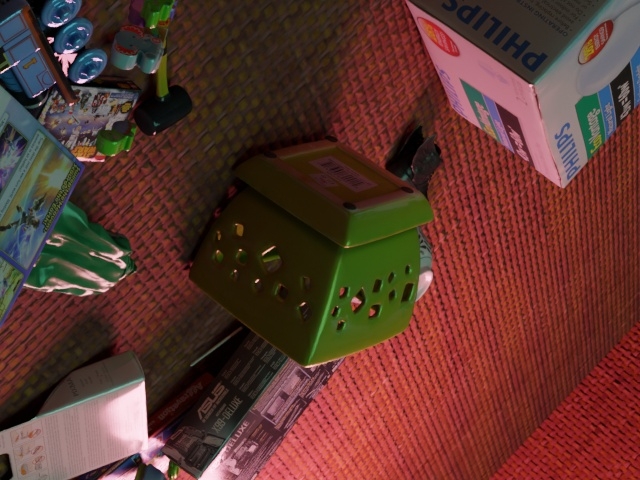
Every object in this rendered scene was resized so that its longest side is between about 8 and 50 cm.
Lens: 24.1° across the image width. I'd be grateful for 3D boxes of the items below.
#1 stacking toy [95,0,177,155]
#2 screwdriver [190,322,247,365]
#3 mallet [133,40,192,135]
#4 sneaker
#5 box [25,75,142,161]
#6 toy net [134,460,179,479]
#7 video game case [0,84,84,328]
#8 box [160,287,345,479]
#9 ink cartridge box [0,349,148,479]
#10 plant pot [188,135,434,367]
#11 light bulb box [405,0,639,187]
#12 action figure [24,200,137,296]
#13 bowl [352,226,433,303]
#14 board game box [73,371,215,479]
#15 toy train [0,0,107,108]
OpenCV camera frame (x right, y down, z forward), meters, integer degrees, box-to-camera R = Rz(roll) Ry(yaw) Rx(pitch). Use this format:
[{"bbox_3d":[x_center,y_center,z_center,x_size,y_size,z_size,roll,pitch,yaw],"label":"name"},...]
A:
[{"bbox_3d":[-0.170,-0.202,1.418,0.221,0.052,0.167,-83,-168,-54],"label":"stacking toy"},{"bbox_3d":[-0.121,0.131,2.134,0.170,0.024,0.025,-36,-179,-34],"label":"screwdriver"},{"bbox_3d":[-0.176,-0.188,1.584,0.062,0.039,0.190,-41,150,-25],"label":"mallet"},{"bbox_3d":[0.150,-0.106,2.216,0.089,0.051,0.170,-45,152,1],"label":"sneaker"},{"bbox_3d":[-0.254,-0.126,1.546,0.137,0.027,0.094,-5,132,-57],"label":"box"},{"bbox_3d":[-0.243,0.428,2.179,0.122,0.045,0.232,-59,154,-76],"label":"toy net"},{"bbox_3d":[-0.352,-0.015,1.366,0.270,0.061,0.244,-65,150,-15],"label":"video game case"},{"bbox_3d":[-0.085,0.228,2.213,0.307,0.076,0.242,-53,161,-5],"label":"box"},{"bbox_3d":[-0.335,0.246,1.943,0.224,0.056,0.181,-18,145,-18],"label":"ink cartridge box"},{"bbox_3d":[0.000,0.000,1.926,0.227,0.228,0.207,-17,133,-49],"label":"plant pot"},{"bbox_3d":[0.342,-0.321,2.019,0.361,0.225,0.358,-48,156,-5],"label":"light bulb box"},{"bbox_3d":[-0.278,0.014,1.665,0.137,0.063,0.232,-55,151,8],"label":"action figure"},{"bbox_3d":[0.125,0.053,2.368,0.170,0.080,0.170,-38,152,-24],"label":"bowl"},{"bbox_3d":[-0.257,0.318,2.178,0.281,0.027,0.145,-39,154,-21],"label":"board game box"},{"bbox_3d":[-0.268,-0.188,1.382,0.105,0.080,0.184,-35,156,-10],"label":"toy train"}]
